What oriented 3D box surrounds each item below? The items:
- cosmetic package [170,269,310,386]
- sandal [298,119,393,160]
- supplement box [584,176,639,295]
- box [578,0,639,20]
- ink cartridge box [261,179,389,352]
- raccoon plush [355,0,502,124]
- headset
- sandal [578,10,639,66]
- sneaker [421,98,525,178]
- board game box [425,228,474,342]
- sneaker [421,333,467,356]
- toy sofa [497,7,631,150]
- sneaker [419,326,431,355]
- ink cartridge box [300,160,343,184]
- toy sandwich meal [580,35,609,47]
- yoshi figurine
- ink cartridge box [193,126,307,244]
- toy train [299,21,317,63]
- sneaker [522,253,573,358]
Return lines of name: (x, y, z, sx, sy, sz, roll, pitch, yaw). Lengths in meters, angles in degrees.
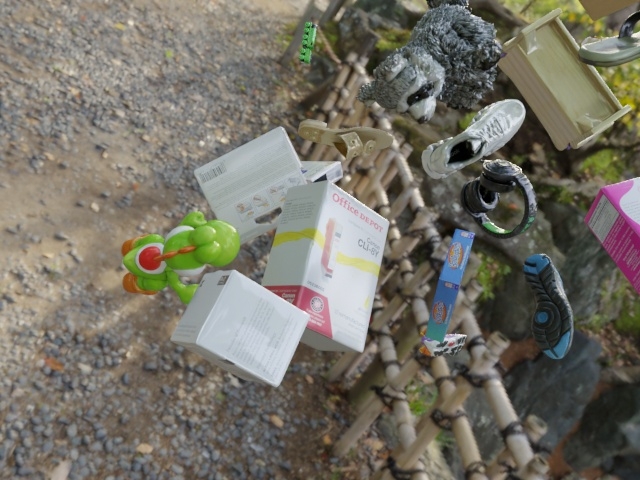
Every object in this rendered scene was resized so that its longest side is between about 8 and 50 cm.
cosmetic package: (-0.152, 0.165, 1.222, 0.183, 0.151, 0.151, 33, -21, -23)
sandal: (0.058, -0.235, 1.616, 0.240, 0.088, 0.079, 10, 62, 0)
supplement box: (0.646, -0.007, 1.290, 0.111, 0.114, 0.220, -14, 55, -11)
box: (0.583, -0.526, 1.250, 0.164, 0.201, 0.021, 37, 59, -29)
ink cartridge box: (0.012, 0.072, 1.714, 0.279, 0.160, 0.385, 31, 64, -40)
raccoon plush: (0.207, -0.461, 1.509, 0.299, 0.216, 0.446, -4, 55, -20)
headset: (0.598, -0.195, 2.235, 0.185, 0.243, 0.394, -19, 67, -36)
sandal: (0.707, -0.458, 1.422, 0.302, 0.086, 0.120, -21, 31, -16)
sneaker: (0.390, -0.247, 1.580, 0.110, 0.292, 0.118, 55, -6, -7)
board game box: (0.289, 0.103, 1.452, 0.047, 0.210, 0.160, 16, 47, 14)
sneaker: (0.349, 0.279, 1.820, 0.170, 0.068, 0.071, 9, 22, -44)
toy sofa: (0.678, -0.446, 1.827, 0.362, 0.150, 0.177, 56, -12, 4)
sneaker: (0.381, 0.305, 2.218, 0.067, 0.175, 0.064, 16, -16, 13)
ink cartridge box: (-0.123, -0.219, 2.221, 0.371, 0.069, 0.176, 8, 30, 35)
toy sandwich meal: (0.817, -0.579, 1.919, 0.029, 0.085, 0.085, 54, 8, -38)
yoshi figurine: (-0.329, 0.035, 1.584, 0.203, 0.362, 0.203, 49, 50, -25)
ink cartridge box: (-0.186, -0.153, 1.909, 0.261, 0.296, 0.066, 65, 8, 0)
toy train: (-0.022, -0.361, 1.182, 0.023, 0.083, 0.017, 8, -13, 6)
sneaker: (0.717, 0.207, 1.986, 0.139, 0.125, 0.341, 36, 45, -42)
